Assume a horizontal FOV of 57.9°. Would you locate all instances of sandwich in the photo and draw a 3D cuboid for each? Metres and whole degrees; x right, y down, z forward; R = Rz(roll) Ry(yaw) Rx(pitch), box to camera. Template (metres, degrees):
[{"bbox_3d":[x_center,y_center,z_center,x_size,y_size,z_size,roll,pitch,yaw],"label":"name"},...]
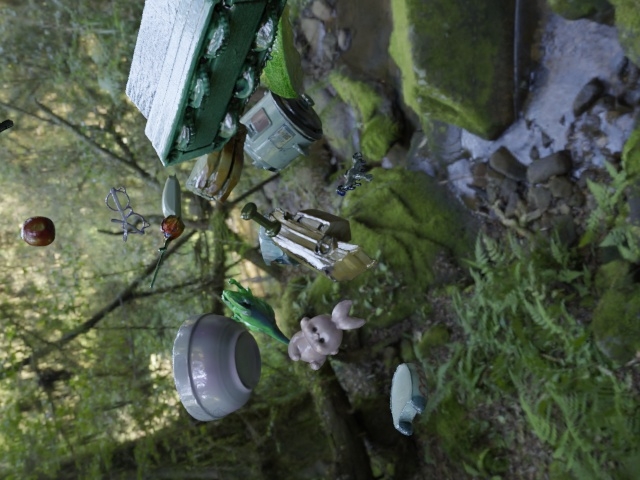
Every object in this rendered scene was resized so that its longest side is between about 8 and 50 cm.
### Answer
[{"bbox_3d":[-0.305,-0.176,1.599,0.288,0.100,0.254,-49,28,38],"label":"sandwich"}]

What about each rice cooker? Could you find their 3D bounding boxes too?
[{"bbox_3d":[-0.140,-0.415,2.099,0.317,0.264,0.316,-5,81,32],"label":"rice cooker"}]

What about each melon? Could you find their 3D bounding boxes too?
[{"bbox_3d":[-0.136,-0.538,1.543,0.196,0.124,0.323,40,165,22],"label":"melon"}]

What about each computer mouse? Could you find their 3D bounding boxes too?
[{"bbox_3d":[-0.474,-0.130,1.835,0.089,0.056,0.181,114,152,-75],"label":"computer mouse"}]

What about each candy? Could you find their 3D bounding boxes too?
[{"bbox_3d":[-0.392,0.027,1.450,0.060,0.061,0.200,126,160,-63],"label":"candy"}]

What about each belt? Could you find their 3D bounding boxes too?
[{"bbox_3d":[-0.135,-0.004,2.249,0.257,0.150,0.206,-8,-78,-69],"label":"belt"}]

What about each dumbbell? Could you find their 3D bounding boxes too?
[{"bbox_3d":[-0.155,-0.053,1.511,0.046,0.118,0.052,19,76,48],"label":"dumbbell"}]

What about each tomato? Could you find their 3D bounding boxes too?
[{"bbox_3d":[-0.745,-0.027,1.529,0.075,0.087,0.087,-49,55,52],"label":"tomato"}]

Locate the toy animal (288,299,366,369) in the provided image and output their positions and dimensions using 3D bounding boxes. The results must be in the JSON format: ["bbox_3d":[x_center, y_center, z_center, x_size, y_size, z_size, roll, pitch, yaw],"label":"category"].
[{"bbox_3d":[0.007,0.229,1.441,0.212,0.124,0.124,-50,51,38],"label":"toy animal"}]

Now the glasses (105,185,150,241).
[{"bbox_3d":[-0.450,-0.050,1.352,0.139,0.063,0.104,65,172,-30],"label":"glasses"}]

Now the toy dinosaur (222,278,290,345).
[{"bbox_3d":[-0.180,0.313,2.207,0.500,0.143,0.374,37,167,-15],"label":"toy dinosaur"}]

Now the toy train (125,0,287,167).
[{"bbox_3d":[-0.176,-0.263,0.814,0.178,0.139,0.330,48,136,13],"label":"toy train"}]

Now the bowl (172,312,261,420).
[{"bbox_3d":[-0.256,0.328,1.546,0.287,0.144,0.286,-12,-90,-72],"label":"bowl"}]

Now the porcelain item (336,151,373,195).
[{"bbox_3d":[0.097,-0.162,1.437,0.075,0.136,0.021,13,150,23],"label":"porcelain item"}]

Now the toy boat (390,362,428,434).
[{"bbox_3d":[0.231,0.389,1.446,0.207,0.079,0.134,-85,12,-70],"label":"toy boat"}]

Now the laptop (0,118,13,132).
[{"bbox_3d":[-1.030,-0.307,1.741,0.207,0.154,0.026,-3,124,40],"label":"laptop"}]

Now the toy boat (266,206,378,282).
[{"bbox_3d":[0.000,0.000,1.587,0.136,0.162,0.445,43,171,-32],"label":"toy boat"}]
